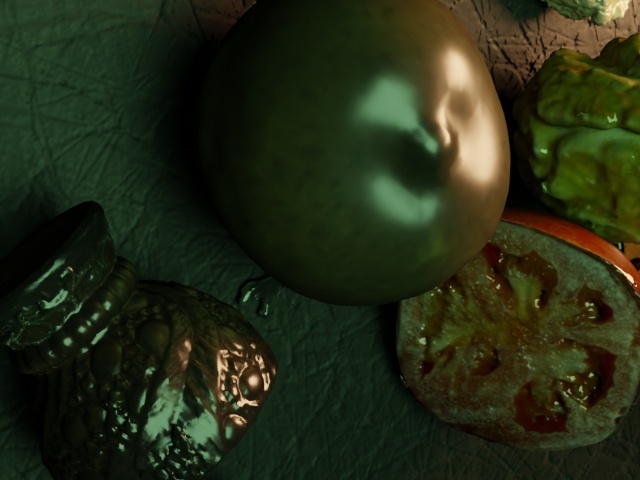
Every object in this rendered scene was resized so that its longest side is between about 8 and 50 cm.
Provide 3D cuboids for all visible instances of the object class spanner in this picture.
[{"bbox_3d":[0.000,0.000,1.786,0.254,0.015,0.054,-43,119,-15],"label":"spanner"}]

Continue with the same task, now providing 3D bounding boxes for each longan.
[{"bbox_3d":[0.040,-0.106,1.605,0.361,0.361,0.361,-6,103,-28],"label":"longan"}]

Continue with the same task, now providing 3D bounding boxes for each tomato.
[{"bbox_3d":[0.257,0.092,1.821,0.338,0.338,0.144,67,31,-22],"label":"tomato"}]

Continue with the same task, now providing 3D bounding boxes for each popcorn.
[{"bbox_3d":[0.367,-0.125,1.824,0.282,0.282,0.247,55,36,-26],"label":"popcorn"}]

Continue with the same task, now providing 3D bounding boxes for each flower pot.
[{"bbox_3d":[-0.224,0.117,1.559,0.266,0.266,0.267,-45,106,-14],"label":"flower pot"}]

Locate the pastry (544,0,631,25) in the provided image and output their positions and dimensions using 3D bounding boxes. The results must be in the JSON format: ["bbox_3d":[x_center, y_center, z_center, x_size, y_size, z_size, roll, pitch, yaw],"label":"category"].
[{"bbox_3d":[0.284,-0.362,1.830,0.258,0.089,0.121,27,91,-32],"label":"pastry"}]

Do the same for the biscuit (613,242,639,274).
[{"bbox_3d":[0.376,0.041,1.990,0.208,0.041,0.290,39,80,-28],"label":"biscuit"}]
